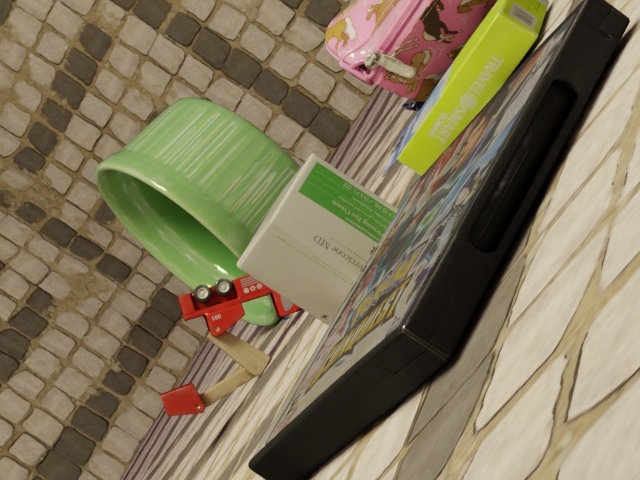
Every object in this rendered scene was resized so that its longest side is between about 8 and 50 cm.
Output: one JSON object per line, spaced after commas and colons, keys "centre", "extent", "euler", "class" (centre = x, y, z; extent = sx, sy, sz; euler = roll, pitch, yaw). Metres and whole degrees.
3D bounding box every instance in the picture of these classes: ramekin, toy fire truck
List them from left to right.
{"centre": [-0.128, -0.043, 2.003], "extent": [0.148, 0.303, 0.303], "euler": [-50, 1, -18], "class": "ramekin"}
{"centre": [-0.098, 0.110, 1.737], "extent": [0.192, 0.135, 0.047], "euler": [-17, -2, -7], "class": "toy fire truck"}

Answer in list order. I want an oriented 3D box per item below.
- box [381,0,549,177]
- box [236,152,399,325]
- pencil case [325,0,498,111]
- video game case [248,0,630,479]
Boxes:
{"centre": [0.123, -0.129, 1.319], "extent": [0.178, 0.042, 0.109], "euler": [-55, 3, 27], "class": "box"}
{"centre": [0.000, 0.000, 1.349], "extent": [0.087, 0.101, 0.102], "euler": [-59, 4, -30], "class": "box"}
{"centre": [0.160, -0.322, 1.683], "extent": [0.386, 0.160, 0.167], "euler": [-53, 38, 34], "class": "pencil case"}
{"centre": [0.064, 0.010, 0.931], "extent": [0.248, 0.035, 0.275], "euler": [-58, 4, -29], "class": "video game case"}
